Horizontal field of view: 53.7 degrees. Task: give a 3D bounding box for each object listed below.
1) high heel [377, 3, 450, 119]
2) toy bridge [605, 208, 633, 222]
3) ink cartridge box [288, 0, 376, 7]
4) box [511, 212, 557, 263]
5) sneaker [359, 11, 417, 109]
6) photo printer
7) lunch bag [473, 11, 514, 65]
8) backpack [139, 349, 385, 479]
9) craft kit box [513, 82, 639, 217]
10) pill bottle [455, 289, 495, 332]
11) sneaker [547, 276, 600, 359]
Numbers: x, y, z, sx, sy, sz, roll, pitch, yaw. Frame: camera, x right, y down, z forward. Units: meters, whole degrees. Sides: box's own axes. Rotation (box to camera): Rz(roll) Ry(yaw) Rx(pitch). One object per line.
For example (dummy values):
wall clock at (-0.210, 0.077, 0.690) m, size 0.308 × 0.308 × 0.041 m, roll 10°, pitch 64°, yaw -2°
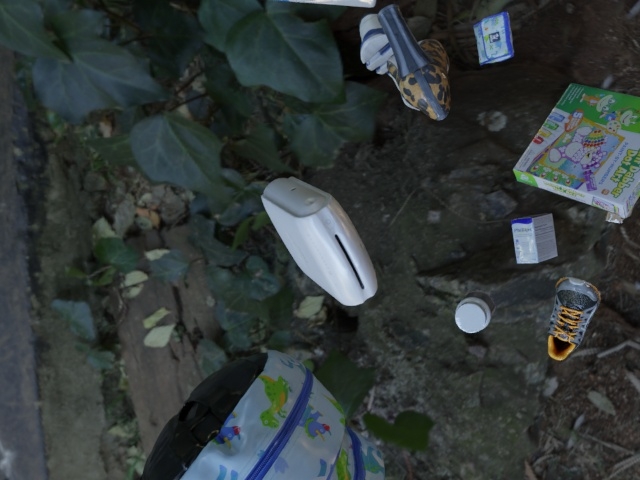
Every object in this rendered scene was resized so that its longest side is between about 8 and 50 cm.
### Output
high heel at (0.173, -0.233, 0.992) m, size 0.093 × 0.261 × 0.186 m, roll -28°, pitch 70°, yaw 20°
toy bridge at (0.667, -0.079, 1.422) m, size 0.063 × 0.188 × 0.026 m, roll 12°, pitch 113°, yaw 14°
ink cartridge box at (-0.042, -0.518, 0.838) m, size 0.285 × 0.395 × 0.166 m, roll 4°, pitch 67°, yaw 0°
box at (0.649, -0.007, 1.919) m, size 0.072 × 0.126 × 0.137 m, roll -5°, pitch 94°, yaw 47°
sneaker at (0.199, -0.480, 1.594) m, size 0.127 × 0.315 × 0.182 m, roll -29°, pitch 55°, yaw 28°
photo printer at (0.000, 0.000, 1.390) m, size 0.256 × 0.107 × 0.307 m, roll 62°, pitch 167°, yaw -25°
lunch bag at (0.531, -0.607, 1.904) m, size 0.151 × 0.096 × 0.129 m, roll -153°, pitch 50°, yaw -77°
backpack at (-0.080, 0.255, 0.719) m, size 0.273 × 0.290 × 0.355 m, roll 39°, pitch 158°, yaw 14°
craft kit box at (0.575, -0.196, 1.318) m, size 0.246 × 0.061 × 0.250 m, roll 28°, pitch 78°, yaw 37°
pill bottle at (0.347, 0.160, 1.423) m, size 0.078 × 0.137 × 0.078 m, roll 2°, pitch 96°, yaw 22°
sneaker at (0.491, 0.156, 1.242) m, size 0.084 × 0.083 × 0.215 m, roll 17°, pitch 142°, yaw 28°
